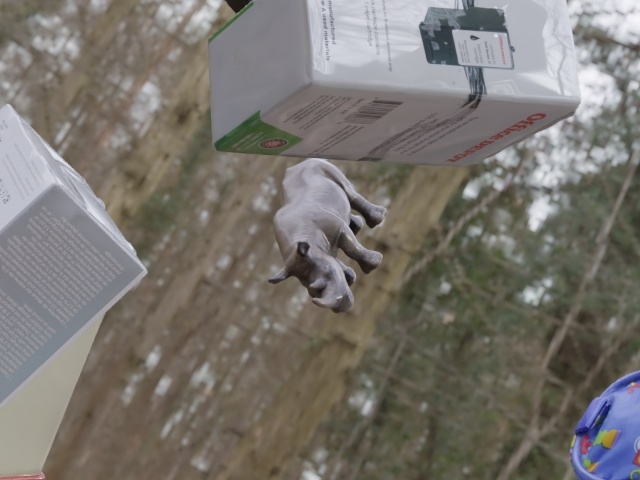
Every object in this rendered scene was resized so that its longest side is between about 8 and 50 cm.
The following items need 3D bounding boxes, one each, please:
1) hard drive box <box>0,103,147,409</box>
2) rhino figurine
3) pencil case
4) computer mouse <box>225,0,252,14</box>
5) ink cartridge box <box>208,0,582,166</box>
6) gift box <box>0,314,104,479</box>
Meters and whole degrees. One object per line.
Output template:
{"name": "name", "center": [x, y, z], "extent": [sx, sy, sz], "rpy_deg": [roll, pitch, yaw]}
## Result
{"name": "hard drive box", "center": [-0.245, 0.040, 0.955], "extent": [0.089, 0.232, 0.181], "rpy_deg": [48, -1, -29]}
{"name": "rhino figurine", "center": [0.000, 0.000, 1.389], "extent": [0.106, 0.243, 0.073], "rpy_deg": [38, -65, -15]}
{"name": "pencil case", "center": [0.280, 0.239, 1.114], "extent": [0.133, 0.119, 0.306], "rpy_deg": [4, -48, 39]}
{"name": "computer mouse", "center": [-0.094, -0.240, 1.351], "extent": [0.242, 0.041, 0.071], "rpy_deg": [20, -19, 28]}
{"name": "ink cartridge box", "center": [0.048, -0.113, 0.989], "extent": [0.208, 0.087, 0.153], "rpy_deg": [2, -15, -28]}
{"name": "gift box", "center": [-0.371, 0.100, 1.282], "extent": [0.255, 0.258, 0.276], "rpy_deg": [9, 20, -43]}
